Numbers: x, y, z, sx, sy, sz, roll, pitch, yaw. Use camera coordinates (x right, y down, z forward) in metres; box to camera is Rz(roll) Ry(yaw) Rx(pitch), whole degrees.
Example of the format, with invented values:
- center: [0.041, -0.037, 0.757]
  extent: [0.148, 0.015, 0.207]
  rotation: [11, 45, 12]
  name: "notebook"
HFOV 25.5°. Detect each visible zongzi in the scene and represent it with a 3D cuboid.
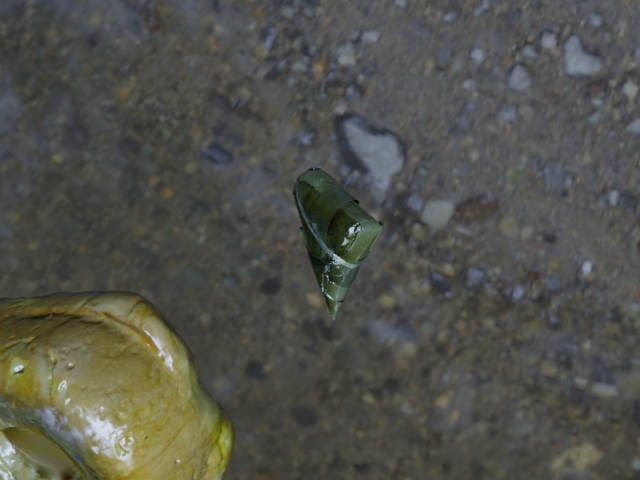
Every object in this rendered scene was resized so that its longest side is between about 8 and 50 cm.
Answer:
- center: [0.000, 0.000, 1.379]
  extent: [0.109, 0.055, 0.119]
  rotation: [47, 128, 34]
  name: "zongzi"

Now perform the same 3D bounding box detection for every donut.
- center: [-0.193, 0.144, 1.138]
  extent: [0.261, 0.128, 0.208]
  rotation: [-6, 120, 44]
  name: "donut"
